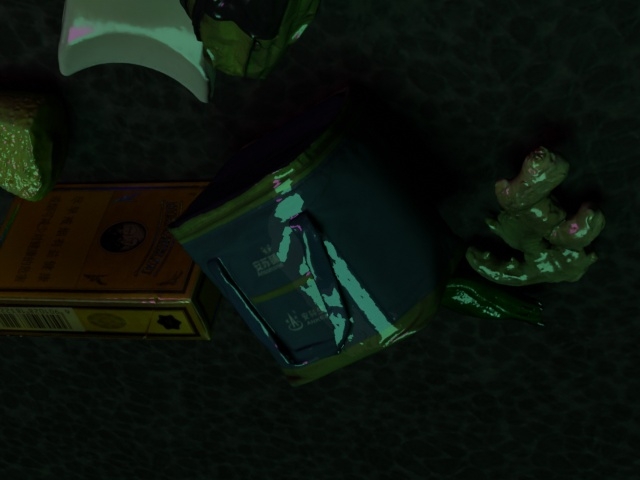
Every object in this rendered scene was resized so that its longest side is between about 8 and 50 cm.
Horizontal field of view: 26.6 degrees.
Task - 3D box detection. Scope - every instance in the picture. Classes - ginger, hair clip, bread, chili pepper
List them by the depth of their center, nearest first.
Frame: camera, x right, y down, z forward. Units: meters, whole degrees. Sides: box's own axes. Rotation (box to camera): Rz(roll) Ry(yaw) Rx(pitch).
[{"bbox_3d":[-0.184,-0.280,1.357,0.172,0.113,0.282,11,147,6],"label":"hair clip"},{"bbox_3d":[0.259,-0.025,1.545,0.149,0.065,0.259,8,147,-1],"label":"ginger"},{"bbox_3d":[-0.357,-0.120,1.601,0.114,0.111,0.129,14,120,9],"label":"bread"},{"bbox_3d":[0.174,0.060,1.671,0.224,0.061,0.098,27,174,-12],"label":"chili pepper"}]

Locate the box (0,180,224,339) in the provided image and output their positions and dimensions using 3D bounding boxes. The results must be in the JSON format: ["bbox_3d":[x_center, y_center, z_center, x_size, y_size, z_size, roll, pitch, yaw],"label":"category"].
[{"bbox_3d":[-0.259,0.023,1.675,0.301,0.193,0.084,0,140,19],"label":"box"}]

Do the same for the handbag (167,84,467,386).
[{"bbox_3d":[0.000,0.000,1.512,0.263,0.222,0.241,-28,108,41],"label":"handbag"}]

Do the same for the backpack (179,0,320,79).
[{"bbox_3d":[-0.058,-0.267,1.244,0.140,0.207,0.253,18,152,-3],"label":"backpack"}]
